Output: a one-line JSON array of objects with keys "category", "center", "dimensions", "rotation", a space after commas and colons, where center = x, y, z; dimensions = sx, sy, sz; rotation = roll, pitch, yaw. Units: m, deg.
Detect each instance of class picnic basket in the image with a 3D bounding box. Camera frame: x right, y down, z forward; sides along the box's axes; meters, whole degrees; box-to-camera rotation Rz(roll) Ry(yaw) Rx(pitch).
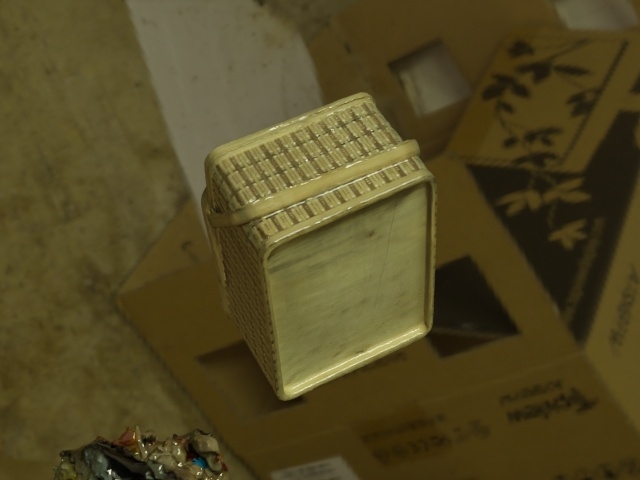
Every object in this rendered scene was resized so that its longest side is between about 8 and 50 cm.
[{"category": "picnic basket", "center": [0.000, 0.000, 1.477], "dimensions": [0.175, 0.228, 0.313], "rotation": [55, -19, 36]}]

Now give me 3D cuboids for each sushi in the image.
[{"category": "sushi", "center": [-0.211, 0.339, 1.601], "dimensions": [0.218, 0.238, 0.225], "rotation": [-9, 106, -41]}]
